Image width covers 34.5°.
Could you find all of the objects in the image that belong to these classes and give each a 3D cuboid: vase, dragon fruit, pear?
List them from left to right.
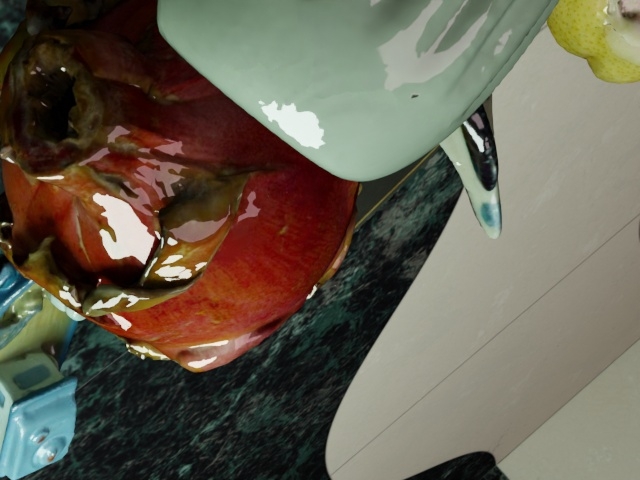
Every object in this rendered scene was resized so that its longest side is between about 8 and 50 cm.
[{"bbox_3d":[-0.081,-0.050,0.626,0.250,0.250,0.315,-39,150,-11],"label":"dragon fruit"},{"bbox_3d":[0.053,-0.143,0.362,0.248,0.128,0.128,-51,152,6],"label":"vase"},{"bbox_3d":[0.297,-0.231,0.960,0.178,0.178,0.178,-32,150,-22],"label":"pear"}]

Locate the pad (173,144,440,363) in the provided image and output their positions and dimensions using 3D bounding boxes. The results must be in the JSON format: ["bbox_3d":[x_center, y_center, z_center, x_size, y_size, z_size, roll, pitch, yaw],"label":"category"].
[{"bbox_3d":[0.000,0.000,0.986,0.375,0.063,0.315,-44,152,1],"label":"pad"}]

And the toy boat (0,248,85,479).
[{"bbox_3d":[-0.221,0.085,0.772,0.109,0.098,0.238,-19,143,-43],"label":"toy boat"}]

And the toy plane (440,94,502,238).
[{"bbox_3d":[0.062,-0.090,0.540,0.192,0.088,0.262,-31,147,-6],"label":"toy plane"}]
